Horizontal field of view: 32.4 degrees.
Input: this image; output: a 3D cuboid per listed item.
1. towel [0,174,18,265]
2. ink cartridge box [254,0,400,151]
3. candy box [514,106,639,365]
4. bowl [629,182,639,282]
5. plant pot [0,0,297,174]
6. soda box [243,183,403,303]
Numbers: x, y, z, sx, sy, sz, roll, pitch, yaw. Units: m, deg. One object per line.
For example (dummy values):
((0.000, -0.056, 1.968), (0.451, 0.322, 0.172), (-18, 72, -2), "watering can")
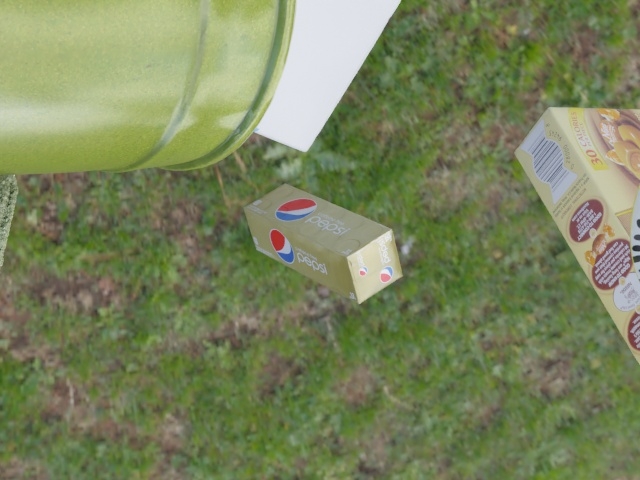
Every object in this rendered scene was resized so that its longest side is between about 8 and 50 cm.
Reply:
((-0.308, 0.007, 0.919), (0.110, 0.148, 0.027), (-18, 132, 18), "towel")
((-0.088, -0.220, 0.957), (0.171, 0.233, 0.168), (15, 111, -57), "ink cartridge box")
((0.377, -0.011, 1.262), (0.183, 0.316, 0.087), (-3, 145, -31), "candy box")
((0.283, -0.005, 0.664), (0.170, 0.080, 0.170), (-4, 109, -12), "bowl")
((-0.268, -0.195, 0.772), (0.353, 0.366, 0.366), (-18, 137, -39), "plant pot")
((0.000, 0.000, 1.132), (0.061, 0.181, 0.058), (-32, 124, -26), "soda box")
